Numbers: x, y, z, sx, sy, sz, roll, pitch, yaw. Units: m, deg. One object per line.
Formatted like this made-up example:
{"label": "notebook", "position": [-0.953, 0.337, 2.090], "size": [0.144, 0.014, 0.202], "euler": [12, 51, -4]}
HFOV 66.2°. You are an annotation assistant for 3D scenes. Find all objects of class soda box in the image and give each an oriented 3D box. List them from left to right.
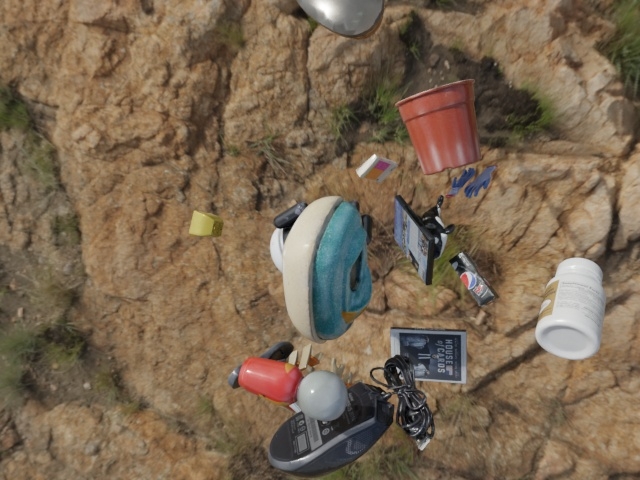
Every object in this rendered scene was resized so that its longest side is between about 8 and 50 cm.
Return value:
{"label": "soda box", "position": [0.460, 0.115, 1.471], "size": [0.053, 0.060, 0.169], "euler": [-42, 60, 23]}

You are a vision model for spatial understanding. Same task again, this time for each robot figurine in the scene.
{"label": "robot figurine", "position": [-0.001, -0.003, 1.280], "size": [0.278, 0.174, 0.209], "euler": [-25, 89, 30]}

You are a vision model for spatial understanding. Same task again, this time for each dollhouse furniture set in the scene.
{"label": "dollhouse furniture set", "position": [-0.024, 0.526, 1.771], "size": [0.262, 0.135, 0.259], "euler": [39, 133, -21]}

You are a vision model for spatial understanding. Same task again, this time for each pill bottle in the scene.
{"label": "pill bottle", "position": [0.591, 0.152, 1.149], "size": [0.131, 0.131, 0.229], "euler": [29, 51, 9]}

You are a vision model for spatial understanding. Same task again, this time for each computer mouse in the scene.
{"label": "computer mouse", "position": [0.048, 0.306, 0.787], "size": [0.272, 0.188, 0.072], "euler": [-26, 111, 5]}

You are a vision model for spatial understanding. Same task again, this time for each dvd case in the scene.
{"label": "dvd case", "position": [0.288, -0.005, 1.529], "size": [0.022, 0.180, 0.253], "euler": [-13, 39, -10]}
{"label": "dvd case", "position": [0.348, 0.369, 1.583], "size": [0.239, 0.029, 0.179], "euler": [0, 103, 16]}

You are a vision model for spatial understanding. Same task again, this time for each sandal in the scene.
{"label": "sandal", "position": [-0.168, 0.384, 1.476], "size": [0.054, 0.254, 0.097], "euler": [36, 124, 25]}

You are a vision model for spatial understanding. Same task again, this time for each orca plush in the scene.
{"label": "orca plush", "position": [0.366, -0.062, 1.643], "size": [0.102, 0.151, 0.287], "euler": [46, 50, -22]}

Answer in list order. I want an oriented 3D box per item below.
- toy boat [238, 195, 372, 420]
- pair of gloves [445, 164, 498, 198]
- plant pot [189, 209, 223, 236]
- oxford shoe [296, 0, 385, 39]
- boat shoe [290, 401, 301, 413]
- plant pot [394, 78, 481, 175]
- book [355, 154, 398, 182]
{"label": "toy boat", "position": [0.008, 0.108, 0.738], "size": [0.148, 0.267, 0.318], "euler": [12, 51, 17]}
{"label": "pair of gloves", "position": [0.545, -0.212, 1.786], "size": [0.159, 0.198, 0.023], "euler": [-49, 112, -18]}
{"label": "plant pot", "position": [-0.365, -0.047, 1.606], "size": [0.083, 0.081, 0.081], "euler": [16, 94, 31]}
{"label": "oxford shoe", "position": [0.006, -0.260, 0.487], "size": [0.076, 0.076, 0.212], "euler": [-38, 60, 12]}
{"label": "boat shoe", "position": [-0.002, 0.568, 1.616], "size": [0.302, 0.094, 0.109], "euler": [46, 55, -29]}
{"label": "plant pot", "position": [0.418, -0.374, 1.678], "size": [0.273, 0.272, 0.265], "euler": [-15, 97, 6]}
{"label": "book", "position": [0.210, -0.262, 1.799], "size": [0.096, 0.144, 0.035], "euler": [-42, 61, 28]}
